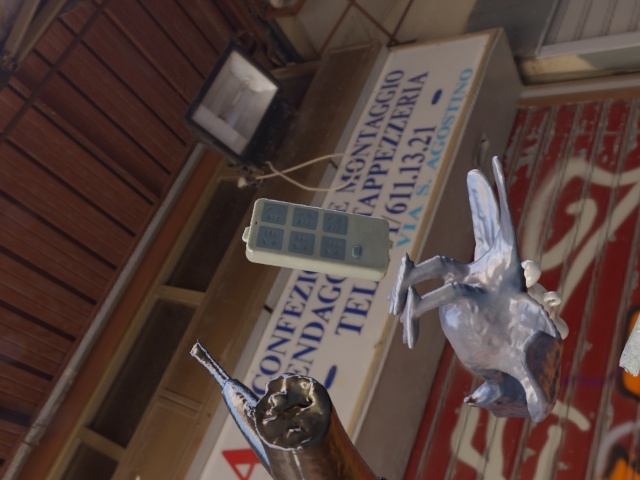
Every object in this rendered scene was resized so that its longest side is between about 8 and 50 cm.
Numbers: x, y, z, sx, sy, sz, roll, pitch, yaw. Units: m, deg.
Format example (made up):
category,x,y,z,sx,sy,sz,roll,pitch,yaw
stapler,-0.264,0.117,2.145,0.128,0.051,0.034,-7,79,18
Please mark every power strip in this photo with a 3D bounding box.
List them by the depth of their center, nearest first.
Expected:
category,x,y,z,sx,sy,sz,roll,pitch,yaw
power strip,0.000,0.000,0.982,0.046,0.270,0.118,104,174,-51

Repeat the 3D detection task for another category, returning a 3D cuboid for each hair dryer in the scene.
category,x,y,z,sx,sy,sz,roll,pitch,yaw
hair dryer,-0.060,0.169,0.520,0.120,0.359,0.304,-35,-50,-19

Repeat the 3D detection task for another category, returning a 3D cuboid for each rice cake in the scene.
category,x,y,z,sx,sy,sz,roll,pitch,yaw
rice cake,0.536,0.147,0.928,0.043,0.034,0.211,-50,-34,-37

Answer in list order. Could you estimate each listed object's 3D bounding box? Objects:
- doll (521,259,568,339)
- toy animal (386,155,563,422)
category,x,y,z,sx,sy,sz,roll,pitch,yaw
doll,0.539,0.204,1.703,0.376,0.365,0.187,61,-142,-26
toy animal,0.147,0.054,0.474,0.239,0.176,0.256,-95,15,-55
